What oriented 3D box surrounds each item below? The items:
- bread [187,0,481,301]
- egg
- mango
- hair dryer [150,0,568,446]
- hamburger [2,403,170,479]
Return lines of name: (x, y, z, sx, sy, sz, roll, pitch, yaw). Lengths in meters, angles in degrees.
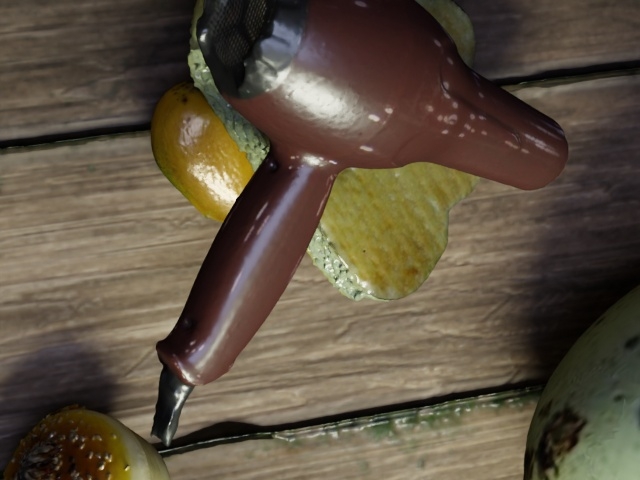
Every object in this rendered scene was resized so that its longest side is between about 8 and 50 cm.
bread: (0.030, -0.103, 1.075, 0.207, 0.056, 0.287, -40, 118, -22)
egg: (0.336, 0.141, 1.105, 0.379, 0.287, 0.288, -21, 106, -15)
mango: (-0.079, -0.063, 1.072, 0.079, 0.057, 0.114, -32, 111, -15)
hair dryer: (0.000, 0.000, 1.003, 0.312, 0.123, 0.341, 25, 96, -43)
hamburger: (-0.177, 0.184, 1.064, 0.126, 0.141, 0.081, -52, 138, 3)
